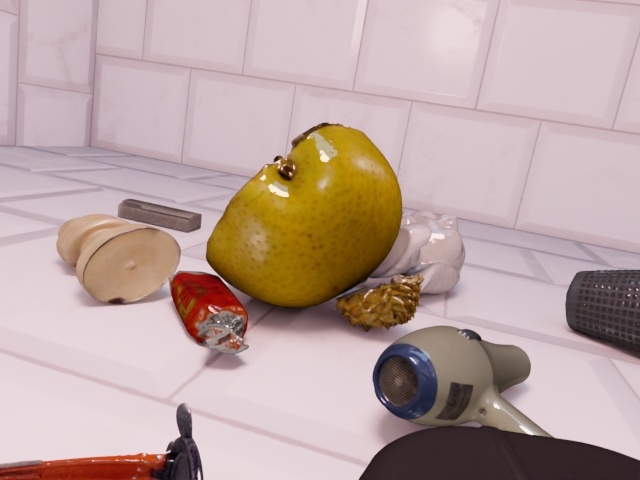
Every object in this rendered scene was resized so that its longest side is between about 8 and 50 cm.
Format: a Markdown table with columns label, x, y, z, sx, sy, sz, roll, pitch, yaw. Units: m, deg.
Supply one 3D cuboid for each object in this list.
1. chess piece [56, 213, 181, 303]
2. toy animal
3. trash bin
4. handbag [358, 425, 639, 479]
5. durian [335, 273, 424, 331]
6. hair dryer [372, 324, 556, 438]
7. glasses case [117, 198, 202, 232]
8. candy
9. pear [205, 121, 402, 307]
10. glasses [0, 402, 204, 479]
| label | x | y | z | sx | sy | sz | roll | pitch | yaw |
| --- | --- | --- | --- | --- | --- | --- | --- | --- | --- |
| chess piece | -0.375 | 0.006 | 0.870 | 0.307 | 0.138 | 0.124 | 19 | -18 | 48 |
| toy animal | 0.195 | 0.018 | 1.092 | 0.265 | 0.205 | 0.271 | 11 | 24 | -39 |
| trash bin | 0.565 | 0.123 | 0.952 | 0.176 | 0.175 | 0.161 | -3 | 8 | -45 |
| handbag | 0.158 | 0.219 | 0.316 | 0.308 | 0.092 | 0.253 | 9 | 18 | 1 |
| durian | 0.095 | 0.111 | 0.842 | 0.141 | 0.078 | 0.224 | -21 | -5 | -8 |
| hair dryer | 0.228 | 0.192 | 0.585 | 0.298 | 0.118 | 0.296 | 32 | 16 | 20 |
| glasses case | -0.417 | -0.067 | 1.305 | 0.205 | 0.047 | 0.071 | 13 | 14 | 12 |
| candy | -0.167 | 0.096 | 0.739 | 0.086 | 0.059 | 0.292 | 4 | 15 | -29 |
| pear | 0.000 | 0.000 | 0.838 | 0.191 | 0.340 | 0.386 | 51 | -5 | 14 |
| glasses | -0.184 | 0.177 | 0.234 | 0.269 | 0.117 | 0.234 | 6 | 14 | -15 |
